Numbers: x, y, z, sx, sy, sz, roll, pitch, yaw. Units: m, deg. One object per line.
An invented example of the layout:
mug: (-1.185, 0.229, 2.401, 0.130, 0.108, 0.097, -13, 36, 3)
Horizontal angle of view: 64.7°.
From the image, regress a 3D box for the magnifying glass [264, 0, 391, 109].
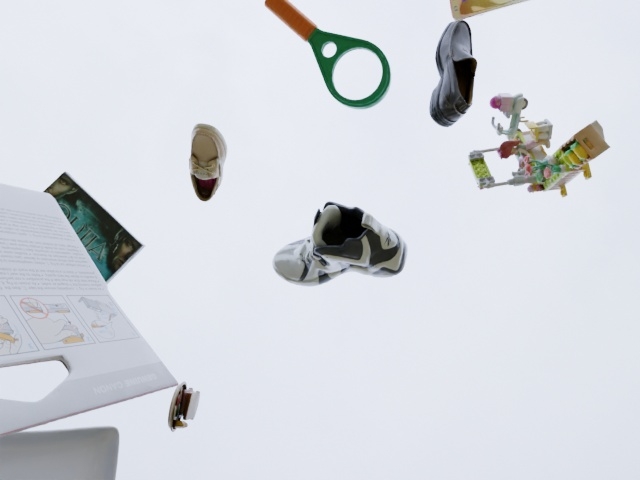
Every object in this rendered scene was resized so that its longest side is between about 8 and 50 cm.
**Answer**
magnifying glass: (0.007, -0.280, 0.729, 0.231, 0.026, 0.092, 44, -76, 9)

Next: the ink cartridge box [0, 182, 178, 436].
ink cartridge box: (-0.281, 0.046, 0.374, 0.066, 0.296, 0.261, -44, -108, 11)

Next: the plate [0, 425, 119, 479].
plate: (-0.411, 0.398, 0.673, 0.045, 0.278, 0.278, -14, -22, 32)

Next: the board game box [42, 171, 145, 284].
board game box: (-0.415, -0.011, 0.870, 0.186, 0.026, 0.126, 43, -98, -2)

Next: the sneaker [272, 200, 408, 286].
sneaker: (0.000, 0.000, 0.768, 0.234, 0.094, 0.153, 0, -30, 33)

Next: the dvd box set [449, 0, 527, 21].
dvd box set: (0.235, -0.381, 0.426, 0.062, 0.420, 0.308, -18, -71, -16)

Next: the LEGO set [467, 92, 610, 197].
LEGO set: (0.279, -0.116, 0.702, 0.107, 0.287, 0.132, -8, -66, 5)

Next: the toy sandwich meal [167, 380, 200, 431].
toy sandwich meal: (-0.216, 0.264, 0.800, 0.029, 0.086, 0.086, 9, -64, 0)

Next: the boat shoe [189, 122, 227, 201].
boat shoe: (-0.197, -0.129, 0.877, 0.062, 0.059, 0.170, 10, -32, -1)

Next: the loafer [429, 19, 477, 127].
loafer: (0.205, -0.250, 0.736, 0.062, 0.061, 0.170, 14, -104, -27)
